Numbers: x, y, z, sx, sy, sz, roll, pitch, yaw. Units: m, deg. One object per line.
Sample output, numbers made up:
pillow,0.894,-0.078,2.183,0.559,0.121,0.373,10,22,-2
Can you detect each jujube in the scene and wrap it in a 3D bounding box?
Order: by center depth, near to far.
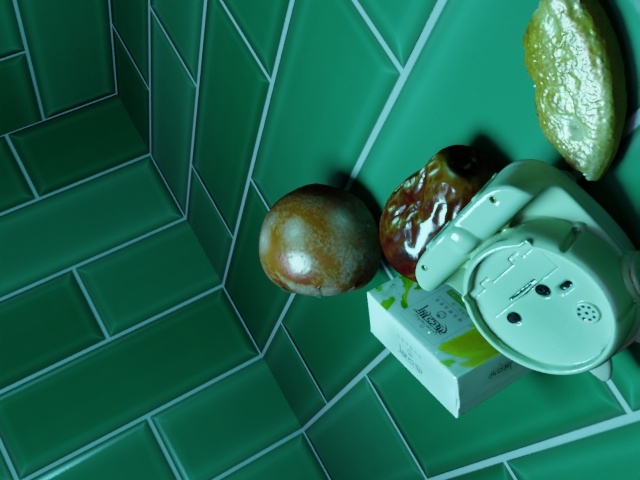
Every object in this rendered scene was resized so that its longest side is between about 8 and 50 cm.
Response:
jujube,0.196,-0.041,1.298,0.190,0.190,0.255,54,150,27

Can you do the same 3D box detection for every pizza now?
pizza,0.314,-0.200,0.981,0.134,0.056,0.271,6,121,64

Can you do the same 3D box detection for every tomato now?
tomato,0.000,0.000,1.710,0.265,0.265,0.265,50,156,33

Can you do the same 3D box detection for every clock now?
clock,0.314,0.065,1.099,0.324,0.108,0.265,42,138,6

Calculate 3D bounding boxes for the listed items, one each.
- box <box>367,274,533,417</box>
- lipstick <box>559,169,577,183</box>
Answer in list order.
box,0.233,0.156,1.399,0.260,0.194,0.111,44,152,42
lipstick,0.333,-0.043,1.144,0.038,0.038,0.130,52,156,31
